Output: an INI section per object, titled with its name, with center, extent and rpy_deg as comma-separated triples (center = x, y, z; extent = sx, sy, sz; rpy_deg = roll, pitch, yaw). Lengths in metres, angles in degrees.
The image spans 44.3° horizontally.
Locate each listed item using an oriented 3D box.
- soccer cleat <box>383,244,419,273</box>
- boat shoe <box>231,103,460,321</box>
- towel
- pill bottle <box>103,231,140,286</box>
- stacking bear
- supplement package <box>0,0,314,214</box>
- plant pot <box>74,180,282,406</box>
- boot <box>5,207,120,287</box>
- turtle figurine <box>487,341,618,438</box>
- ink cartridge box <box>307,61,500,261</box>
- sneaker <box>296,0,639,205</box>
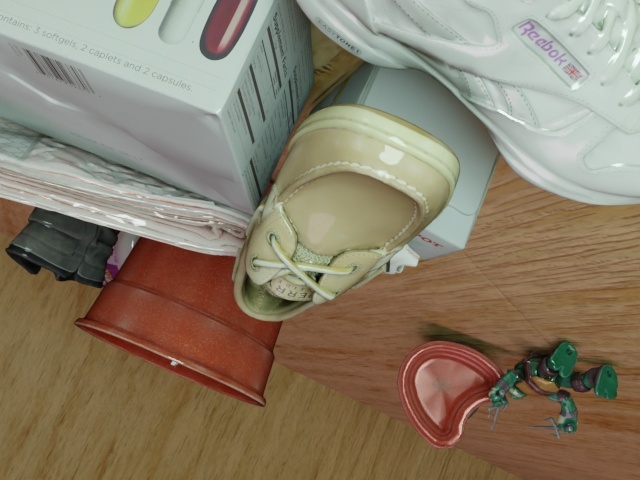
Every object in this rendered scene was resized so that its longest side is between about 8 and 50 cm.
[soccer cleat]
center = 0.049, 0.016, 0.648
extent = 0.036, 0.029, 0.083
rpy_deg = 32, 156, -17
[boat shoe]
center = 0.000, 0.000, 0.547
extent = 0.109, 0.098, 0.302
rpy_deg = 28, 161, -10
[towel]
center = -0.224, -0.086, 0.809
extent = 0.317, 0.053, 0.332
rpy_deg = 16, -166, -15
[pill bottle]
center = -0.338, 0.005, 1.366
extent = 0.302, 0.169, 0.169
rpy_deg = 6, 156, 46
[stacking bear]
center = 0.235, 0.276, 1.478
extent = 0.164, 0.175, 0.289
rpy_deg = 42, 179, 16
[supplement package]
center = -0.153, -0.159, 0.620
extent = 0.262, 0.145, 0.204
rpy_deg = 21, 164, 8
[plant pot]
center = -0.149, 0.050, 1.071
extent = 0.273, 0.265, 0.272
rpy_deg = 21, 164, 6
[boot]
center = -0.352, -0.074, 1.033
extent = 0.118, 0.222, 0.338
rpy_deg = 13, 161, 34
[turtle figurine]
center = 0.347, 0.233, 1.243
extent = 0.175, 0.118, 0.234
rpy_deg = 13, 152, -16
[ink cartridge box]
center = 0.052, -0.060, 0.681
extent = 0.128, 0.127, 0.176
rpy_deg = 28, 163, -15
[sneaker]
center = 0.126, -0.113, 0.431
extent = 0.305, 0.114, 0.152
rpy_deg = 26, 165, -9
